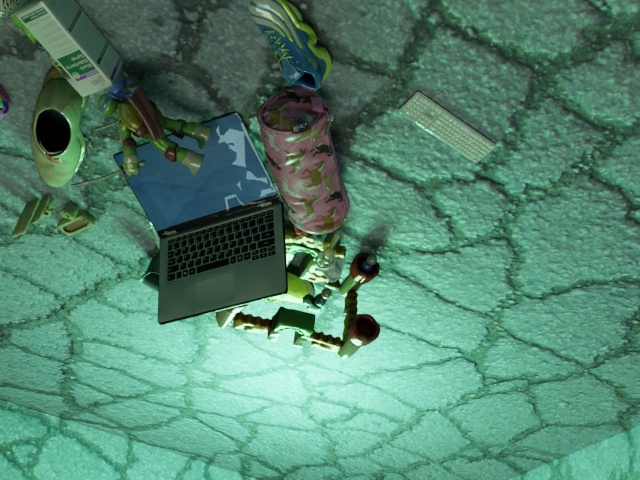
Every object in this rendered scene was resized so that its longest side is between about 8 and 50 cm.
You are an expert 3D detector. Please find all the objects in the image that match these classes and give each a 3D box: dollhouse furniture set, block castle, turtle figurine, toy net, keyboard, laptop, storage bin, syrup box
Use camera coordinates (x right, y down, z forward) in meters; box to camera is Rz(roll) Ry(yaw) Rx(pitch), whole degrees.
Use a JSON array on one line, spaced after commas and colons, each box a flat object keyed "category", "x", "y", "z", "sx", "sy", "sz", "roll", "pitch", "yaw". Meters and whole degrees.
[{"category": "dollhouse furniture set", "x": -0.771, "y": -0.038, "z": 2.139, "sx": 0.144, "sy": 0.123, "sz": 0.151, "roll": -19, "pitch": 134, "yaw": 30}, {"category": "block castle", "x": -0.055, "y": 0.125, "z": 2.073, "sx": 0.453, "sy": 0.303, "sz": 0.213, "roll": 16, "pitch": 140, "yaw": -15}, {"category": "turtle figurine", "x": -0.415, "y": -0.238, "z": 1.761, "sx": 0.266, "sy": 0.198, "sz": 0.275, "roll": 20, "pitch": 113, "yaw": -18}, {"category": "toy net", "x": 0.000, "y": 0.000, "z": 1.991, "sx": 0.122, "sy": 0.232, "sz": 0.045, "roll": -11, "pitch": 174, "yaw": -11}, {"category": "keyboard", "x": 0.305, "y": -0.267, "z": 1.761, "sx": 0.256, "sy": 0.014, "sz": 0.072, "roll": 28, "pitch": 137, "yaw": -24}, {"category": "laptop", "x": -0.310, "y": -0.046, "z": 1.867, "sx": 0.382, "sy": 0.408, "sz": 0.236, "roll": -15, "pitch": 152, "yaw": 21}, {"category": "storage bin", "x": -0.476, "y": 0.103, "z": 2.289, "sx": 0.135, "sy": 0.091, "sz": 0.098, "roll": 33, "pitch": 135, "yaw": -29}, {"category": "syrup box", "x": -0.552, "y": -0.441, "z": 1.628, "sx": 0.093, "sy": 0.096, "sz": 0.237, "roll": -13, "pitch": 136, "yaw": 23}]

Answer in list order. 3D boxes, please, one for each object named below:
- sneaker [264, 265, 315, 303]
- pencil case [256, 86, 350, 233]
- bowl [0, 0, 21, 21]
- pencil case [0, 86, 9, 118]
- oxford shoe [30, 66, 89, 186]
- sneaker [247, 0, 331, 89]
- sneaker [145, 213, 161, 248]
[{"category": "sneaker", "x": -0.200, "y": 0.134, "z": 2.237, "sx": 0.384, "sy": 0.147, "sz": 0.145, "roll": 19, "pitch": 138, "yaw": -15}, {"category": "pencil case", "x": -0.033, "y": -0.184, "z": 1.812, "sx": 0.167, "sy": 0.160, "sz": 0.386, "roll": 34, "pitch": 155, "yaw": 33}, {"category": "bowl", "x": -0.725, "y": -0.522, "z": 1.571, "sx": 0.170, "sy": 0.080, "sz": 0.170, "roll": 4, "pitch": 141, "yaw": 3}, {"category": "pencil case", "x": -0.895, "y": -0.327, "z": 1.826, "sx": 0.236, "sy": 0.104, "sz": 0.104, "roll": -6, "pitch": 139, "yaw": 17}, {"category": "oxford shoe", "x": -0.672, "y": -0.249, "z": 1.843, "sx": 0.140, "sy": 0.147, "sz": 0.397, "roll": 15, "pitch": 141, "yaw": -10}, {"category": "sneaker", "x": -0.064, "y": -0.411, "z": 1.556, "sx": 0.091, "sy": 0.126, "sz": 0.240, "roll": -28, "pitch": 130, "yaw": 36}, {"category": "sneaker", "x": -0.444, "y": -0.070, "z": 2.090, "sx": 0.094, "sy": 0.090, "sz": 0.235, "roll": -20, "pitch": 133, "yaw": -11}]
